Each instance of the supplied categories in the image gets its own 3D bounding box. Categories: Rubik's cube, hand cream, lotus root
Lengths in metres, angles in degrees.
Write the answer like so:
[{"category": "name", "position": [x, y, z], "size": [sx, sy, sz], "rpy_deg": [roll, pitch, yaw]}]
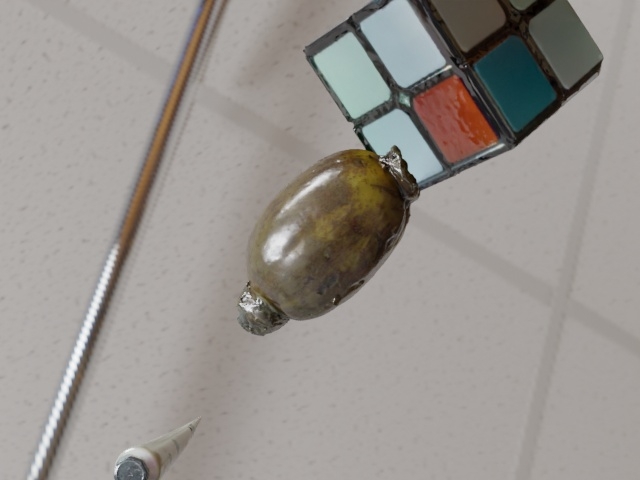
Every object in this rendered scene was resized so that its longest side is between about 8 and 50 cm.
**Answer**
[{"category": "Rubik's cube", "position": [0.126, -0.171, 1.185], "size": [0.167, 0.183, 0.180], "rpy_deg": [-38, -80, -34]}, {"category": "hand cream", "position": [-0.181, 0.243, 1.416], "size": [0.050, 0.234, 0.080], "rpy_deg": [37, -85, 6]}, {"category": "lotus root", "position": [0.000, 0.000, 1.087], "size": [0.120, 0.120, 0.209], "rpy_deg": [40, -77, -21]}]
